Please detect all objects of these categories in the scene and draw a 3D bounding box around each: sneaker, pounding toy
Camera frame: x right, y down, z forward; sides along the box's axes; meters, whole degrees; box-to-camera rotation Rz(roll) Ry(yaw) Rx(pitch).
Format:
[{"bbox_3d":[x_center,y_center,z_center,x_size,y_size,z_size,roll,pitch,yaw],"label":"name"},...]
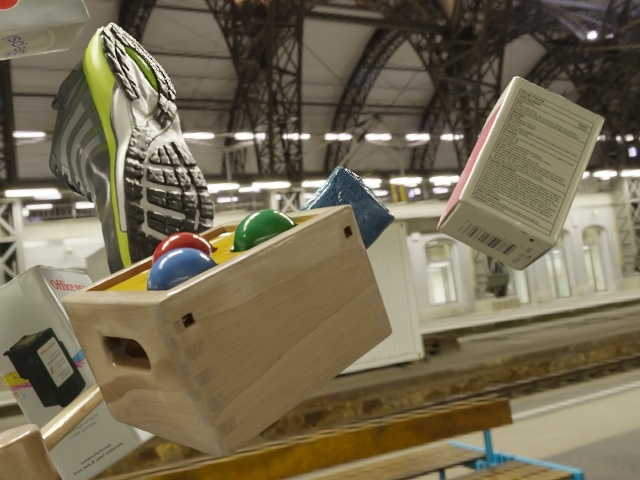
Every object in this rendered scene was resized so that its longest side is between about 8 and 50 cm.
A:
[{"bbox_3d":[-0.190,-0.064,0.638,0.121,0.300,0.111,-35,-36,24],"label":"sneaker"},{"bbox_3d":[-0.101,0.055,0.380,0.206,0.094,0.181,-29,15,-38],"label":"pounding toy"}]

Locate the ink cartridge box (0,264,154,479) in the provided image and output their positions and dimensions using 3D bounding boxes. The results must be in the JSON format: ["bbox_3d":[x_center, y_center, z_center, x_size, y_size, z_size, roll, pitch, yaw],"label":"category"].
[{"bbox_3d":[-0.218,0.117,0.604,0.072,0.175,0.127,-33,-6,-2],"label":"ink cartridge box"}]

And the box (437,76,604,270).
[{"bbox_3d":[0.295,-0.097,0.999,0.149,0.232,0.127,27,-21,4],"label":"box"}]

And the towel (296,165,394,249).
[{"bbox_3d":[0.000,0.000,0.553,0.119,0.067,0.029,-45,-24,6],"label":"towel"}]

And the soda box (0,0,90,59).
[{"bbox_3d":[-0.407,-0.243,0.713,0.286,0.098,0.091,-24,5,-37],"label":"soda box"}]
